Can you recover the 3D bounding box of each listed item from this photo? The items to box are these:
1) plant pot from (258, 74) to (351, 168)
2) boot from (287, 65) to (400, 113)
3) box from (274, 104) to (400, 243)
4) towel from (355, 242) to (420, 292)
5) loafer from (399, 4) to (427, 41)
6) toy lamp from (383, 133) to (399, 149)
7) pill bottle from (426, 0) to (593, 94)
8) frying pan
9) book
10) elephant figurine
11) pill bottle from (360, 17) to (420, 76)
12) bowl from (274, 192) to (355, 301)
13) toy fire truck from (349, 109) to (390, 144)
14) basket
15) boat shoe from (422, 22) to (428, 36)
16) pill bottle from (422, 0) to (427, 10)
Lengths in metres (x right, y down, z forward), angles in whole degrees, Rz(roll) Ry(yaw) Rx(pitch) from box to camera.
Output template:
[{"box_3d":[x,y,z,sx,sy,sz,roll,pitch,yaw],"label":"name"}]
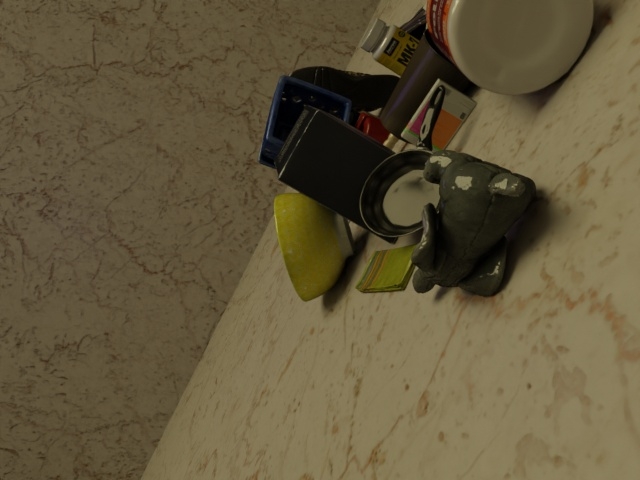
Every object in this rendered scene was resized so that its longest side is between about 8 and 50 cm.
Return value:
[{"box_3d":[-0.059,-0.324,1.882,0.212,0.236,0.235,137,147,-65],"label":"plant pot"},{"box_3d":[0.077,-0.496,2.060,0.284,0.378,0.138,-104,14,-80],"label":"boot"},{"box_3d":[0.063,-0.164,1.433,0.182,0.296,0.294,-59,13,10],"label":"box"},{"box_3d":[0.137,0.058,1.275,0.102,0.021,0.237,-65,12,-12],"label":"towel"},{"box_3d":[0.307,-0.665,2.034,0.302,0.109,0.095,-42,27,51],"label":"loafer"},{"box_3d":[0.190,-0.263,1.665,0.274,0.080,0.080,-52,14,27],"label":"toy lamp"},{"box_3d":[0.312,-0.413,1.115,0.224,0.224,0.392,-57,13,22],"label":"pill bottle"},{"box_3d":[0.174,-0.149,1.259,0.197,0.053,0.325,-13,58,31],"label":"frying pan"},{"box_3d":[0.253,-0.262,1.332,0.144,0.096,0.035,-56,13,25],"label":"book"},{"box_3d":[0.201,0.004,0.884,0.169,0.186,0.239,31,107,36],"label":"elephant figurine"},{"box_3d":[0.233,-0.578,1.876,0.119,0.209,0.119,-58,12,20],"label":"pill bottle"},{"box_3d":[0.000,0.000,1.582,0.156,0.289,0.289,-15,24,8],"label":"bowl"},{"box_3d":[0.122,-0.258,1.840,0.217,0.159,0.246,-63,30,19],"label":"toy fire truck"},{"box_3d":[0.250,-0.351,1.446,0.226,0.154,0.204,-57,11,36],"label":"basket"},{"box_3d":[0.327,-0.564,1.747,0.095,0.084,0.258,-54,14,33],"label":"boat shoe"},{"box_3d":[0.397,-0.758,1.821,0.208,0.118,0.117,-56,13,24],"label":"pill bottle"}]
